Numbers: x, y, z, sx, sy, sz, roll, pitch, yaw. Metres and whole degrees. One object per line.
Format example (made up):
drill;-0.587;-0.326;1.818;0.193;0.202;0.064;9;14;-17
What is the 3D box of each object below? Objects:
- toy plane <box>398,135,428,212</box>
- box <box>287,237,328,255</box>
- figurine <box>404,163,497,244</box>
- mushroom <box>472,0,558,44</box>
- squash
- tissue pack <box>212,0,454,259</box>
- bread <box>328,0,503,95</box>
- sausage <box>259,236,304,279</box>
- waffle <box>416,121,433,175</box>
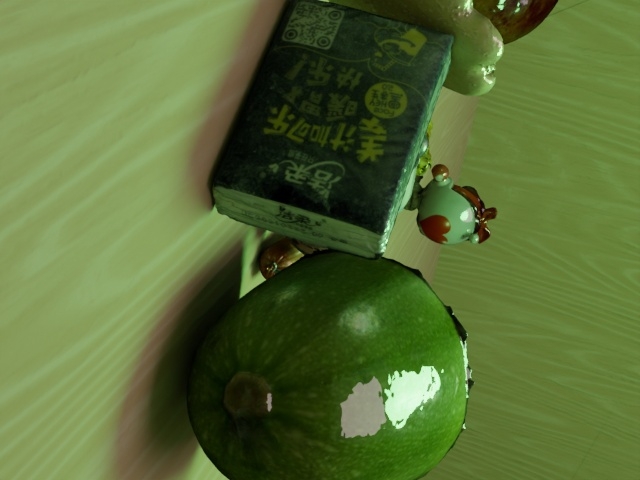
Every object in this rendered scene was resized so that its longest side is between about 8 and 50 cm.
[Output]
toy plane;0.090;-0.158;1.847;0.267;0.123;0.266;7;90;-82
box;0.007;-0.060;1.611;0.135;0.151;0.151;47;59;-67
figurine;0.217;-0.064;2.502;0.160;0.226;0.183;-54;158;-60
mushroom;0.263;-0.469;2.059;0.345;0.260;0.345;-33;147;-25
squash;-0.011;0.186;1.475;0.309;0.310;0.310;-34;139;-67
tissue pack;0.016;-0.125;1.408;0.081;0.185;0.257;87;21;-63
bread;0.093;-0.262;1.482;0.039;0.251;0.182;-48;166;-18
sausage;0.000;0.000;1.797;0.348;0.053;0.053;-30;136;-64
waffle;0.153;-0.246;2.199;0.307;0.060;0.311;-72;160;-62
